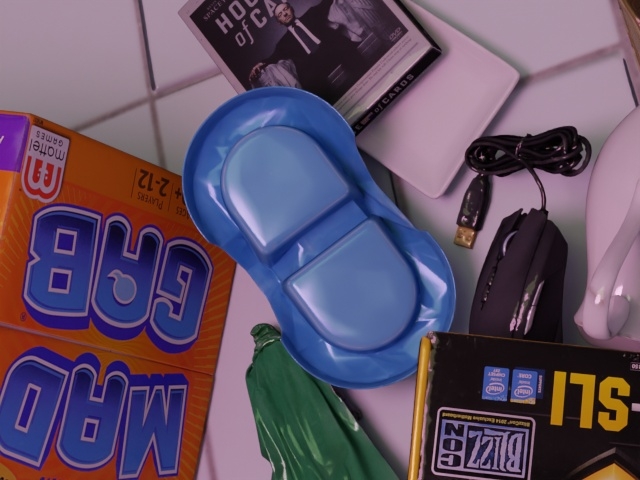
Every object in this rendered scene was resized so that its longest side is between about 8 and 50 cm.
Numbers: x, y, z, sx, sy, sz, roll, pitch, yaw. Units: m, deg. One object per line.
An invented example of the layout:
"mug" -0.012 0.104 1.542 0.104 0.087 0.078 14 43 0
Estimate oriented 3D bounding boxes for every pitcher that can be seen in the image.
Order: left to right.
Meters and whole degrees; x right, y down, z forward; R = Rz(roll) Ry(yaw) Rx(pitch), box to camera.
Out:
"pitcher" 0.269 -0.009 1.404 0.125 0.178 0.207 17 88 20

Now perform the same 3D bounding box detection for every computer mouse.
"computer mouse" 0.151 0.024 1.495 0.184 0.060 0.262 14 96 65

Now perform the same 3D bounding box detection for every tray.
"tray" 0.058 -0.162 1.640 0.270 0.030 0.145 37 97 30

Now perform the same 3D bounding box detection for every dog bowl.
"dog bowl" 0.000 0.000 1.558 0.166 0.074 0.297 -37 83 0

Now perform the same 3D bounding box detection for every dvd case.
"dvd case" -0.015 -0.203 1.656 0.179 0.029 0.239 -44 63 14

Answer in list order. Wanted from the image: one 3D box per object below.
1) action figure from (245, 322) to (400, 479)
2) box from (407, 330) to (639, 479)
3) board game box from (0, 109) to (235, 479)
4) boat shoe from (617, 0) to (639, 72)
"action figure" -0.011 0.172 1.585 0.137 0.063 0.232 -36 62 19
"box" 0.227 0.216 1.360 0.322 0.079 0.257 6 79 2
"board game box" -0.338 0.080 1.615 0.356 0.356 0.356 7 82 30
"boat shoe" 0.301 -0.170 1.505 0.056 0.048 0.153 -24 73 -3
